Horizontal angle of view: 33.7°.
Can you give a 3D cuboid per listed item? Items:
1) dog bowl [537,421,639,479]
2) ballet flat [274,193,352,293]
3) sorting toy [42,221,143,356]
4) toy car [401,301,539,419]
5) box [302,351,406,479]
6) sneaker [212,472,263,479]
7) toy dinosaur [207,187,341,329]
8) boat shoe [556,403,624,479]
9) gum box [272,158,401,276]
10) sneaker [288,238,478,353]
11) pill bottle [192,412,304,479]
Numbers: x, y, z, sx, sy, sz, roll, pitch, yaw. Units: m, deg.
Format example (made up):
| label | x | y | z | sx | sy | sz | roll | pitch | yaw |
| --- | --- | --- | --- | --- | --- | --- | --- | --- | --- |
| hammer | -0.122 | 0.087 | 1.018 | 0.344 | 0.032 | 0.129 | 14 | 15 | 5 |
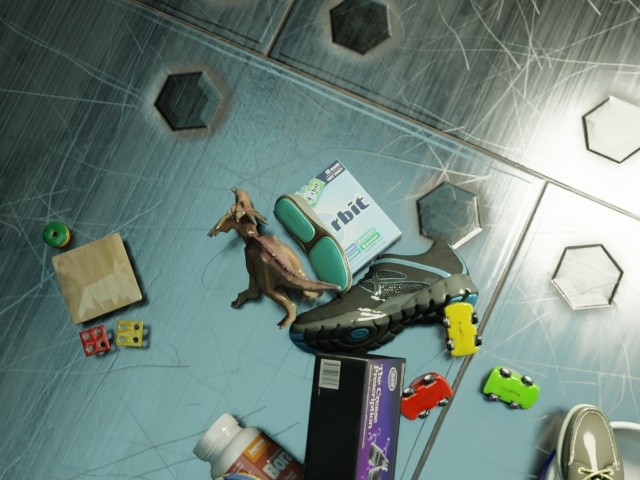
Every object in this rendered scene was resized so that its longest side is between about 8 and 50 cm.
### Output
| label | x | y | z | sx | sy | sz | roll | pitch | yaw |
| --- | --- | --- | --- | --- | --- | --- | --- | --- | --- |
| dog bowl | 0.502 | 0.444 | 1.792 | 0.265 | 0.104 | 0.264 | 0 | 75 | -1 |
| ballet flat | 0.000 | 0.000 | 1.879 | 0.072 | 0.068 | 0.213 | -45 | 73 | 26 |
| sorting toy | -0.403 | 0.081 | 1.936 | 0.132 | 0.046 | 0.274 | -21 | 79 | -2 |
| toy car | 0.275 | 0.235 | 1.863 | 0.225 | 0.053 | 0.239 | 22 | 107 | -8 |
| box | 0.058 | 0.323 | 1.782 | 0.103 | 0.184 | 0.261 | 5 | 87 | 23 |
| sneaker | -0.210 | 0.478 | 1.759 | 0.297 | 0.131 | 0.111 | -24 | 95 | 28 |
| toy dinosaur | -0.095 | 0.027 | 1.844 | 0.127 | 0.296 | 0.200 | -29 | 118 | -24 |
| boat shoe | 0.441 | 0.412 | 1.697 | 0.109 | 0.091 | 0.304 | 3 | 74 | -1 |
| gum box | 0.031 | -0.030 | 1.941 | 0.157 | 0.041 | 0.184 | -39 | 80 | -4 |
| sneaker | 0.103 | 0.106 | 1.893 | 0.341 | 0.125 | 0.139 | -16 | 58 | -3 |
| pill bottle | -0.110 | 0.401 | 1.829 | 0.216 | 0.121 | 0.121 | 39 | 84 | 8 |
